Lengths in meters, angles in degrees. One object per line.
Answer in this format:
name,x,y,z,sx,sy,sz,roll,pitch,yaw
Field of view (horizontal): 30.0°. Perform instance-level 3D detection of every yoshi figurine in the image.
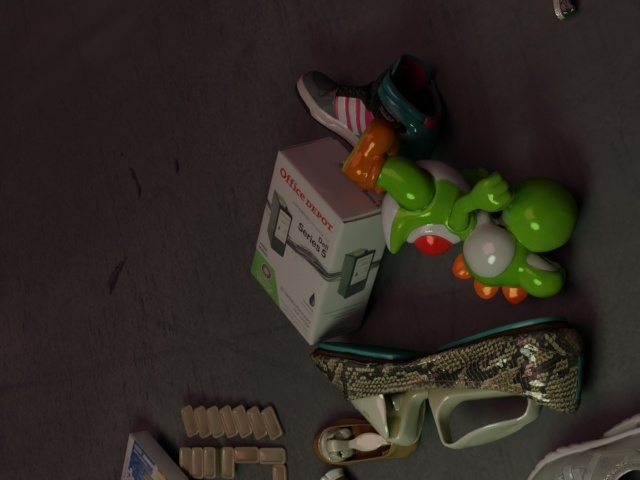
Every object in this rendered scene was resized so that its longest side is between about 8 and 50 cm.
yoshi figurine,0.226,-0.067,1.753,0.362,0.203,0.203,34,142,8

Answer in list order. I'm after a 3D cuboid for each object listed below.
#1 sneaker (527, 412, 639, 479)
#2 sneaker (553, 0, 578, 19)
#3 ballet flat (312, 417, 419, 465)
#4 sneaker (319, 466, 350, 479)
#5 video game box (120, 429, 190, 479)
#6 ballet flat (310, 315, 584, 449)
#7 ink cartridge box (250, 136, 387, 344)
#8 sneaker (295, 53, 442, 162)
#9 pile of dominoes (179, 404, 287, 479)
sneaker,0.373,0.334,1.613,0.281,0.105,0.115,-46,20,39
sneaker,0.364,-0.370,1.775,0.035,0.031,0.083,-11,83,28
ballet flat,0.055,0.329,1.965,0.232,0.073,0.080,-18,77,41
sneaker,0.015,0.467,2.001,0.076,0.065,0.166,34,110,35
video game box,-0.317,0.496,2.279,0.205,0.048,0.187,37,124,45
ballet flat,0.176,0.224,1.805,0.482,0.164,0.182,-10,78,39
ink cartridge box,0.000,0.000,1.957,0.198,0.114,0.273,48,140,35
sneaker,0.090,-0.236,1.945,0.295,0.123,0.178,44,120,28
pile of dominoes,-0.153,0.399,2.192,0.251,0.040,0.196,-6,82,34
